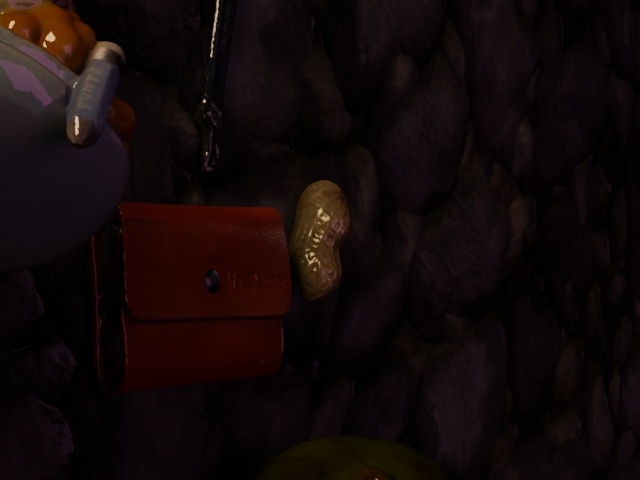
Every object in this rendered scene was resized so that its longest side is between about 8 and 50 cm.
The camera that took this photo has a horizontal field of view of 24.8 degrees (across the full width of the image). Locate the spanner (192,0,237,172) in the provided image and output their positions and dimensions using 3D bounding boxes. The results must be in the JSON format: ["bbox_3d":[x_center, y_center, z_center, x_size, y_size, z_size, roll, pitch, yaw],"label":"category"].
[{"bbox_3d":[-0.080,-0.155,1.201,0.046,0.012,0.208,24,67,-53],"label":"spanner"}]

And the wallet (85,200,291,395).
[{"bbox_3d":[-0.097,0.042,1.132,0.204,0.045,0.142,1,86,-56],"label":"wallet"}]

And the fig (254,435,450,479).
[{"bbox_3d":[0.027,0.275,1.188,0.203,0.203,0.225,-50,158,-45],"label":"fig"}]

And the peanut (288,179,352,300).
[{"bbox_3d":[0.000,0.000,1.269,0.054,0.054,0.113,36,55,-49],"label":"peanut"}]

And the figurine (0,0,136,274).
[{"bbox_3d":[-0.251,-0.161,0.861,0.205,0.224,0.382,-13,73,-33],"label":"figurine"}]
